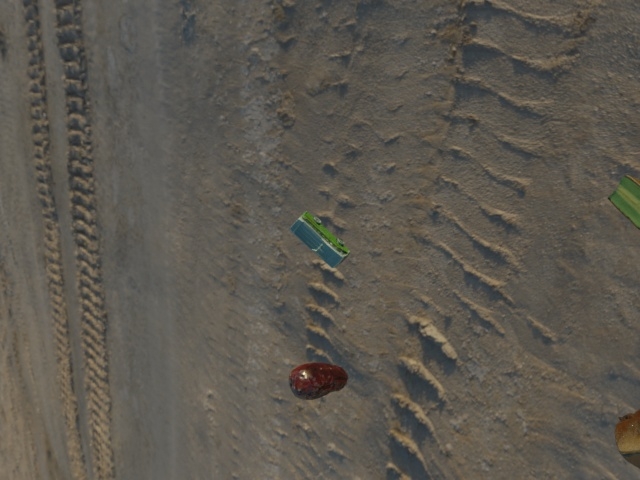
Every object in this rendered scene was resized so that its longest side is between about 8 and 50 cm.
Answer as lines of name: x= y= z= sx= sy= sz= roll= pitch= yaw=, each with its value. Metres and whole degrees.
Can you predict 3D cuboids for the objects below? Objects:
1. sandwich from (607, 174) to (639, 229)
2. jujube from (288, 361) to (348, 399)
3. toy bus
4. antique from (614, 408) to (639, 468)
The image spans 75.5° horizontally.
sandwich: x=0.692 y=-0.077 z=0.877 sx=0.116 sy=0.074 sz=0.074 roll=-97 pitch=18 yaw=-49
jujube: x=-0.002 y=0.294 z=0.866 sx=0.077 sy=0.129 sz=0.077 roll=-16 pitch=72 yaw=61
toy bus: x=0.000 y=0.000 z=0.553 sx=0.083 sy=0.037 sz=0.031 roll=43 pitch=114 yaw=-1
antique: x=0.687 y=0.409 z=0.754 sx=0.310 sy=0.093 sz=0.087 roll=31 pitch=138 yaw=-7
